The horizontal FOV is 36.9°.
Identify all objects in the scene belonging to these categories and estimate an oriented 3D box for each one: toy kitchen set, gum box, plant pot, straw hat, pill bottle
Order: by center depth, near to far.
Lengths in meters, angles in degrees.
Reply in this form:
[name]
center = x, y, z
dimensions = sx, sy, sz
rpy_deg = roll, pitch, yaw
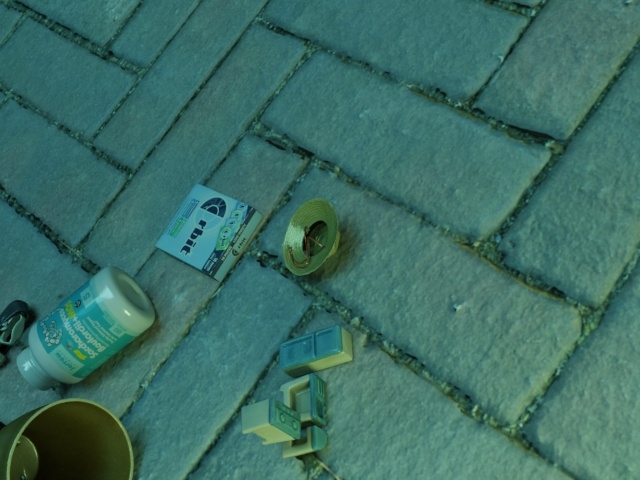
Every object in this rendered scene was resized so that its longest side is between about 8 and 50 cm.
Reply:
[toy kitchen set]
center = -0.036, 0.223, 1.535
dimensions = 0.122, 0.166, 0.207
rpy_deg = -20, 53, 23
[plant pot]
center = -0.506, 0.403, 1.723
dimensions = 0.254, 0.237, 0.237
rpy_deg = -10, 56, 46
[straw hat]
center = 0.000, 0.000, 1.728
dimensions = 0.144, 0.061, 0.144
rpy_deg = -20, 61, 41
[pill bottle]
center = -0.464, 0.180, 1.872
dimensions = 0.264, 0.146, 0.146
rpy_deg = -39, 47, 8
[gum box]
center = -0.223, -0.018, 1.906
dimensions = 0.184, 0.041, 0.157
rpy_deg = 22, 76, 42

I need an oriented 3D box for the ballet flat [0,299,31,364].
[ballet flat]
center = -0.690, 0.219, 2.057
dimensions = 0.074, 0.074, 0.203
rpy_deg = 25, 76, 42

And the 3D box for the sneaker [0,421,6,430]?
[sneaker]
center = -0.692, 0.395, 1.946
dimensions = 0.211, 0.080, 0.081
rpy_deg = 27, 85, 52
